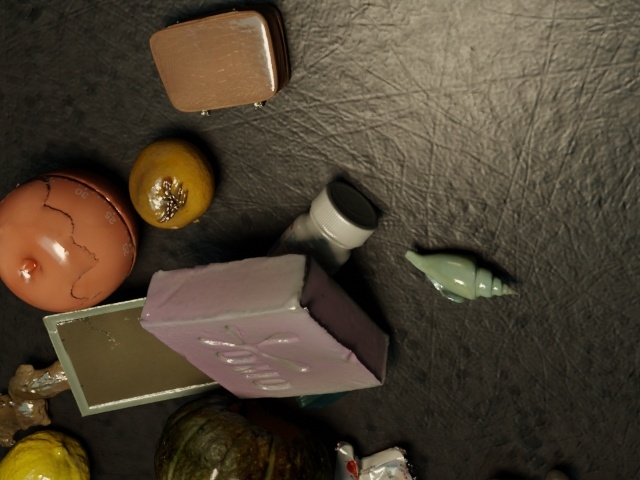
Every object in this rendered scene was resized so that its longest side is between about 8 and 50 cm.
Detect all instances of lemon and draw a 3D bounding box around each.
[{"bbox_3d":[-0.537,0.459,1.778,0.180,0.180,0.193,24,99,7],"label":"lemon"}]

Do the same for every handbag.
[{"bbox_3d":[-0.143,-0.264,1.358,0.193,0.072,0.151,-8,111,20],"label":"handbag"}]

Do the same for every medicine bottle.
[{"bbox_3d":[0.000,0.000,1.415,0.105,0.105,0.168,41,120,-3],"label":"medicine bottle"}]

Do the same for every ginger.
[{"bbox_3d":[-0.557,0.304,1.760,0.290,0.084,0.122,-39,93,29],"label":"ginger"}]

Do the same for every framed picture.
[{"bbox_3d":[-0.299,0.189,1.578,0.293,0.018,0.231,-11,124,-2],"label":"framed picture"}]

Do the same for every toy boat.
[{"bbox_3d":[0.004,0.252,1.562,0.055,0.060,0.141,46,127,-8],"label":"toy boat"}]

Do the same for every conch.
[{"bbox_3d":[0.215,0.055,1.399,0.180,0.088,0.065,20,76,16],"label":"conch"}]

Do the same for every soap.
[{"bbox_3d":[-0.076,0.138,1.422,0.285,0.107,0.296,-11,145,28],"label":"soap"}]

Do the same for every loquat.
[{"bbox_3d":[-0.233,-0.088,1.436,0.141,0.141,0.141,8,116,15],"label":"loquat"}]

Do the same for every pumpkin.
[{"bbox_3d":[-0.126,0.378,1.528,0.320,0.320,0.192,23,95,7],"label":"pumpkin"}]

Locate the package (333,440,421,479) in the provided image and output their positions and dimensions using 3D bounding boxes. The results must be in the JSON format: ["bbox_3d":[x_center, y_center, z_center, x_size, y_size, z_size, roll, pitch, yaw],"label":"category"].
[{"bbox_3d":[0.100,0.463,1.628,0.194,0.071,0.270,6,127,23],"label":"package"}]

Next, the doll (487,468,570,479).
[{"bbox_3d":[0.398,0.506,1.481,0.329,0.235,0.174,12,161,22],"label":"doll"}]

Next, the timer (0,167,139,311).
[{"bbox_3d":[-0.413,-0.001,1.491,0.229,0.215,0.230,8,117,15],"label":"timer"}]
